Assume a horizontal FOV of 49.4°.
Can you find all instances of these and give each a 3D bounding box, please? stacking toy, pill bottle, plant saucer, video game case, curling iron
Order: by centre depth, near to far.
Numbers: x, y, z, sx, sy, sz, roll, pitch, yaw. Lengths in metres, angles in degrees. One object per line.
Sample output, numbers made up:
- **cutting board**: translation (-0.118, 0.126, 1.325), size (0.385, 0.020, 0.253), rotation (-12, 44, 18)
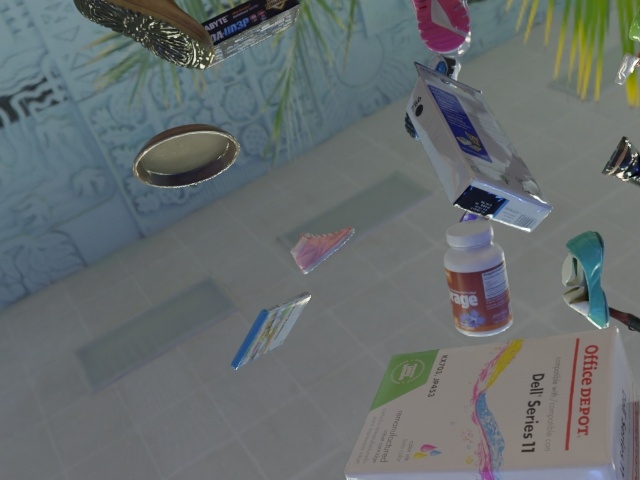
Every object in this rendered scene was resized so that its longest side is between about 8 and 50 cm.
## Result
- **video game case**: translation (-0.083, 0.152, 1.204), size (0.015, 0.119, 0.166), rotation (36, -160, 16)
- **pill bottle**: translation (0.316, 0.074, 1.411), size (0.121, 0.216, 0.121), rotation (-12, -163, 4)
- **curling iron**: translation (0.669, 0.181, 1.523), size (0.068, 0.035, 0.274), rotation (-11, -163, -19)
- **stacking toy**: translation (0.865, -0.520, 1.691), size (0.130, 0.309, 0.279), rotation (33, -116, 27)
- **plant saucer**: translation (-0.344, -0.218, 1.778), size (0.277, 0.278, 0.041), rotation (-19, -108, -2)

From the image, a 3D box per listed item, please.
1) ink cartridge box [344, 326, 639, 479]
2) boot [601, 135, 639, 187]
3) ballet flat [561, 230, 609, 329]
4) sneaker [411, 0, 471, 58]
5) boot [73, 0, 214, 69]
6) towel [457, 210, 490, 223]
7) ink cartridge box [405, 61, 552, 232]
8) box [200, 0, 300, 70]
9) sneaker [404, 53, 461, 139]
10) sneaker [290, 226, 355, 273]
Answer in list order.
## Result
- **ink cartridge box**: translation (0.228, 0.210, 0.759), size (0.353, 0.119, 0.207), rotation (-13, -155, 30)
- **boot**: translation (0.591, -0.123, 1.257), size (0.137, 0.077, 0.198), rotation (34, -160, 20)
- **ballet flat**: translation (0.550, 0.092, 1.463), size (0.087, 0.247, 0.083), rotation (-16, -151, 2)
- **sneaker**: translation (0.196, -0.417, 1.189), size (0.102, 0.111, 0.252), rotation (-11, -103, 16)
- **boot**: translation (-0.215, -0.419, 1.069), size (0.236, 0.089, 0.270), rotation (28, -114, -2)
- **towel**: translation (0.322, -0.038, 1.461), size (0.060, 0.083, 0.009), rotation (14, -137, -12)
- **ink cartridge box**: translation (0.244, -0.162, 1.151), size (0.165, 0.065, 0.333), rotation (16, -141, -25)
- **box**: translation (-0.150, -0.409, 1.344), size (0.220, 0.051, 0.175), rotation (-27, -173, -2)
- **sneaker**: translation (0.244, -0.296, 1.445), size (0.071, 0.191, 0.083), rotation (36, -155, 24)
- **sneaker**: translation (0.000, 0.000, 1.380), size (0.134, 0.070, 0.051), rotation (-38, 179, -2)
